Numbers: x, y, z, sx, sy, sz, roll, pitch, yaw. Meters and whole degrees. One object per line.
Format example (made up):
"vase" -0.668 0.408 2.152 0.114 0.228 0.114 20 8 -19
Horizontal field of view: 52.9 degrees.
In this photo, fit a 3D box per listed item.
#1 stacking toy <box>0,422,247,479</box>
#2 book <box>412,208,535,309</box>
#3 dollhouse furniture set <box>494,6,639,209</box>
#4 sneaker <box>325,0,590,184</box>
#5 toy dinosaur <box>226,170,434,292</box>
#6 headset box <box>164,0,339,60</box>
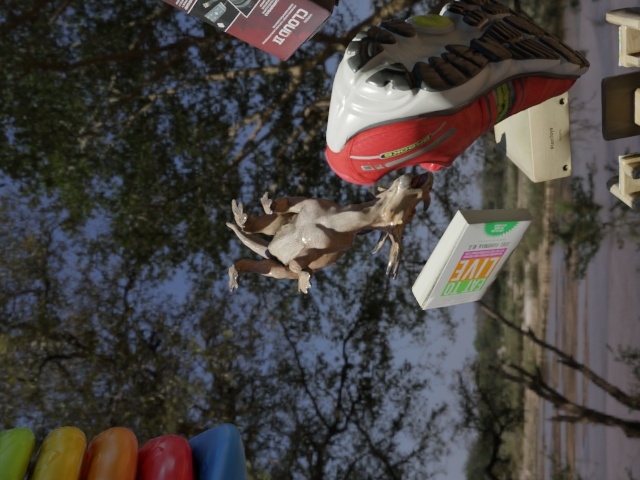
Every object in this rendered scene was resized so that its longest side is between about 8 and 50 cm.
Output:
"stacking toy" -0.217 0.184 0.429 0.166 0.302 0.175 -42 32 53
"book" 0.181 0.020 0.768 0.144 0.096 0.035 109 149 -43
"dollhouse furniture set" 0.346 -0.163 0.768 0.161 0.242 0.212 -94 -8 -66
"sneaker" 0.105 -0.116 0.511 0.279 0.107 0.118 -21 -34 -37
"toy dinosaur" 0.000 0.000 0.842 0.200 0.295 0.127 -4 -94 -39
"headset box" -0.094 -0.347 0.679 0.293 0.110 0.218 19 -114 -26
